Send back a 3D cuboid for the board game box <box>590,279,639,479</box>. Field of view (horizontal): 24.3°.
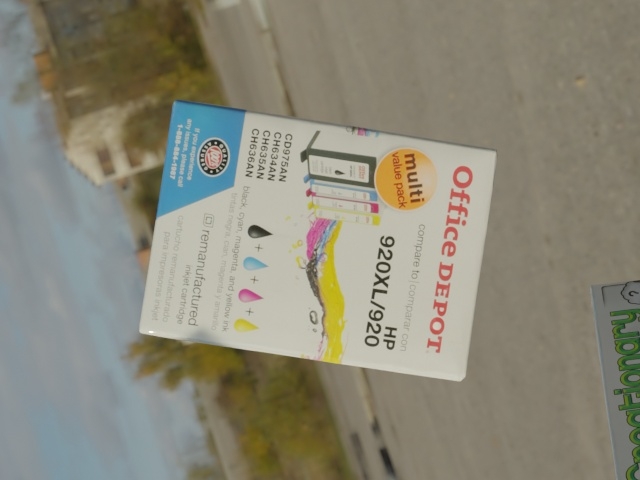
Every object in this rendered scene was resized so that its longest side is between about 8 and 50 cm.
[{"bbox_3d":[0.323,0.131,1.173,0.305,0.193,0.053,-84,-16,-56],"label":"board game box"}]

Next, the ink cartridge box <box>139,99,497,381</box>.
[{"bbox_3d":[0.000,0.000,1.103,0.168,0.233,0.171,-153,71,-89],"label":"ink cartridge box"}]
